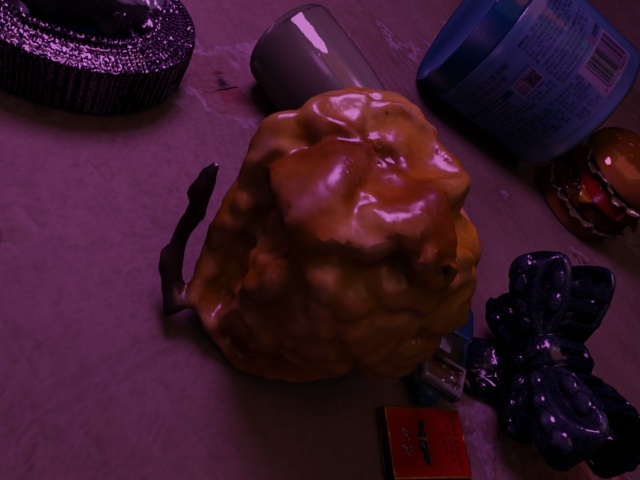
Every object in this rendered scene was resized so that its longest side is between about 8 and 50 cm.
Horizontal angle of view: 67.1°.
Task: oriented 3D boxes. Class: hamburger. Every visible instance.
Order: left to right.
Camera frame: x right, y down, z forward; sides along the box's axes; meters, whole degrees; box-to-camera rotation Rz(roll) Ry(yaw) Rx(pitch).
[{"bbox_3d":[0.689,-0.145,1.149,0.275,0.212,0.274,17,53,-24],"label":"hamburger"}]

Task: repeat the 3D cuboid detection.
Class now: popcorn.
[{"bbox_3d":[0.000,0.000,0.569,0.382,0.349,0.348,-13,67,-11],"label":"popcorn"}]

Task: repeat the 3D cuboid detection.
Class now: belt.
[{"bbox_3d":[-0.333,-0.303,0.643,0.325,0.122,0.260,11,60,-28],"label":"belt"}]

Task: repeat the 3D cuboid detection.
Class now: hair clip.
[{"bbox_3d":[0.331,0.177,0.710,0.195,0.206,0.310,17,57,-17],"label":"hair clip"}]

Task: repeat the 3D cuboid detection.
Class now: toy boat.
[{"bbox_3d":[0.191,0.133,0.707,0.088,0.102,0.215,33,44,-8],"label":"toy boat"}]

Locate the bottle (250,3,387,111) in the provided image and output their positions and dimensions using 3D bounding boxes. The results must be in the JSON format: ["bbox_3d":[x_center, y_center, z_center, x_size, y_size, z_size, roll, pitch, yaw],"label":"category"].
[{"bbox_3d":[0.044,-0.206,0.803,0.347,0.168,0.168,52,47,1],"label":"bottle"}]

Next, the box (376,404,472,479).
[{"bbox_3d":[0.138,0.270,0.641,0.133,0.023,0.090,15,52,-26],"label":"box"}]

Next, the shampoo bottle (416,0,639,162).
[{"bbox_3d":[0.453,-0.396,1.079,0.343,0.331,0.331,34,48,-11],"label":"shampoo bottle"}]
